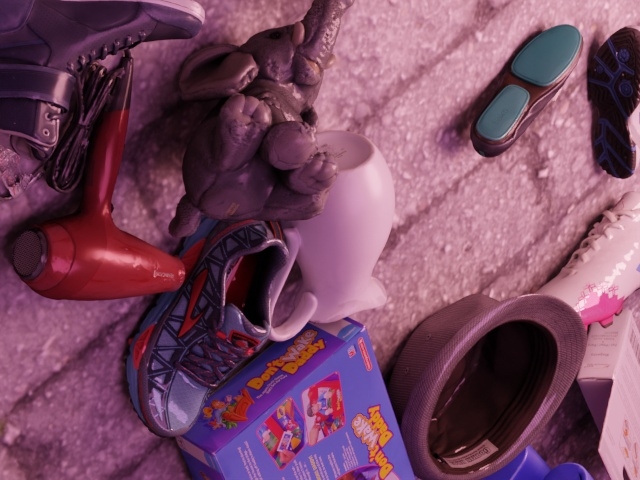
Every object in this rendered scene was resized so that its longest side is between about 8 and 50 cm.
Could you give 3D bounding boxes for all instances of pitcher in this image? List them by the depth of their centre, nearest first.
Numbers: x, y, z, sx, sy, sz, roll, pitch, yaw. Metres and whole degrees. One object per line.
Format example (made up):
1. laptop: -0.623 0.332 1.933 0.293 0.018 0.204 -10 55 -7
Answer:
1. pitcher: 0.000 0.000 1.721 0.178 0.125 0.207 -33 137 -37

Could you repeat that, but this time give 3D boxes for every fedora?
1. fedora: 0.183 0.161 1.953 0.244 0.124 0.275 23 100 -43

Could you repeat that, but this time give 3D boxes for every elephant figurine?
1. elephant figurine: -0.055 -0.141 1.604 0.186 0.239 0.169 2 141 -4

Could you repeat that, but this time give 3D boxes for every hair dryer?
1. hair dryer: -0.211 -0.043 1.543 0.223 0.080 0.293 -43 132 -20

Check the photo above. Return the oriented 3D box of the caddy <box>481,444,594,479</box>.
1. caddy: 0.240 0.417 2.038 0.341 0.241 0.179 -46 128 -17

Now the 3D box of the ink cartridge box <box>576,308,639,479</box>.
1. ink cartridge box: 0.413 0.270 2.182 0.275 0.060 0.239 61 39 -39

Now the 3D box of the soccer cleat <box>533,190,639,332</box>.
1. soccer cleat: 0.379 0.019 2.095 0.331 0.116 0.143 -22 106 -36

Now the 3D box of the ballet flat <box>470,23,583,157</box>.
1. ballet flat: 0.244 -0.175 1.912 0.203 0.074 0.074 -51 134 -21

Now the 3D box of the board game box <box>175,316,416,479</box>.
1. board game box: -0.011 0.280 1.836 0.233 0.078 0.347 -38 130 -26

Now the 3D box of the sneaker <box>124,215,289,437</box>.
1. sneaker: -0.114 0.090 1.655 0.104 0.125 0.262 17 95 -40

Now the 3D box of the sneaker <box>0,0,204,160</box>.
1. sneaker: -0.213 -0.151 1.434 0.226 0.086 0.163 1 81 -21

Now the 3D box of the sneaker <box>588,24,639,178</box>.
1. sneaker: 0.395 -0.185 2.037 0.081 0.080 0.211 -34 138 -34
